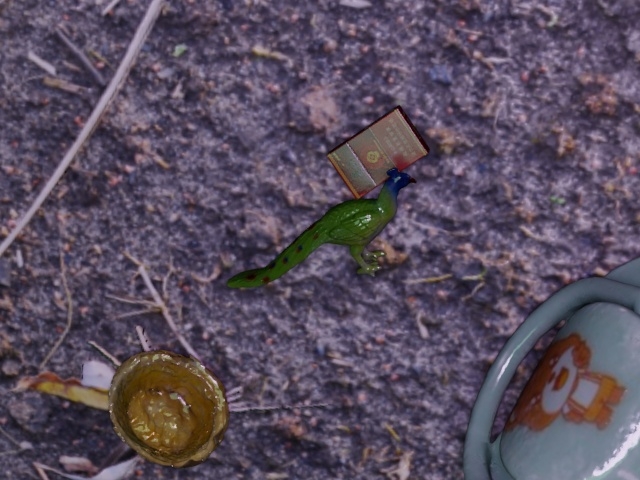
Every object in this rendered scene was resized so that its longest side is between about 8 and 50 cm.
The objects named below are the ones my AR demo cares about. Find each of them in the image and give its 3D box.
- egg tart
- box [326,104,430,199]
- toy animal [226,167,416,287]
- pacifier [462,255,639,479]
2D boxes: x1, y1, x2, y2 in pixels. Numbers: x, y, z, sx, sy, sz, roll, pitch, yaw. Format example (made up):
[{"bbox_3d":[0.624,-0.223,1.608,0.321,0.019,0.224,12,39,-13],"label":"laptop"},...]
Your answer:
[{"bbox_3d":[-0.154,0.172,1.393,0.128,0.049,0.129,3,106,11],"label":"egg tart"},{"bbox_3d":[0.053,-0.081,1.303,0.082,0.023,0.051,-33,96,16],"label":"box"},{"bbox_3d":[0.012,0.010,1.323,0.217,0.041,0.075,-34,115,29],"label":"toy animal"},{"bbox_3d":[0.286,0.178,1.255,0.269,0.288,0.343,35,88,-35],"label":"pacifier"}]
